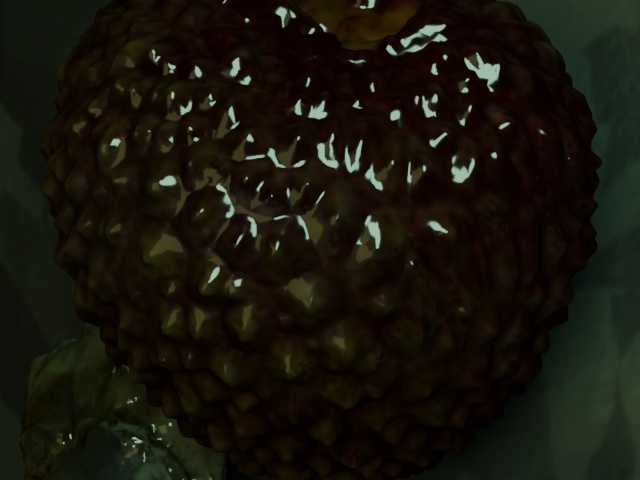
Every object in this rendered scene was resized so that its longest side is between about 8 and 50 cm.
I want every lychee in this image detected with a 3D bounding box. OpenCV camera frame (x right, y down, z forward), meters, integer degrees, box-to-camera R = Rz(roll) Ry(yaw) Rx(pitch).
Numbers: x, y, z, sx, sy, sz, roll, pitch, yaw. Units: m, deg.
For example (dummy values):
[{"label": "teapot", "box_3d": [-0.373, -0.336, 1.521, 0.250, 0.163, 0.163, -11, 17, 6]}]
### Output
[{"label": "lychee", "box_3d": [0.000, 0.000, 0.766, 0.271, 0.271, 0.271, 1, 93, 34]}]

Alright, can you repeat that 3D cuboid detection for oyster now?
[{"label": "oyster", "box_3d": [-0.104, 0.153, 0.917, 0.161, 0.107, 0.233, -33, 71, 39]}]
